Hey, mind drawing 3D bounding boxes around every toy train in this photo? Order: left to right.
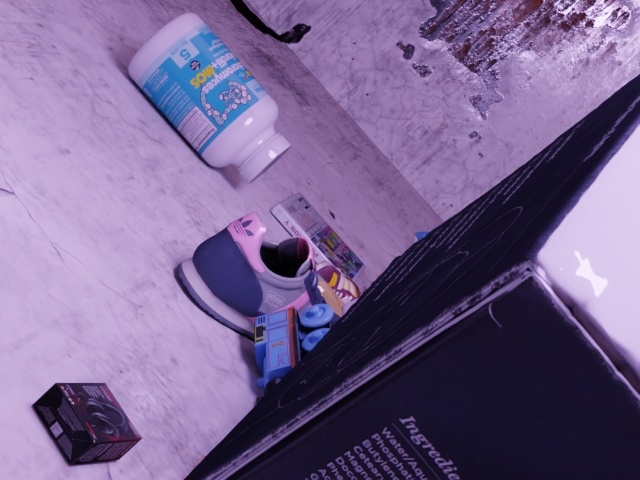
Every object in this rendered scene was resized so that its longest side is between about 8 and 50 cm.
[{"bbox_3d":[-0.023,0.144,1.434,0.184,0.105,0.080,-97,168,-60],"label":"toy train"}]

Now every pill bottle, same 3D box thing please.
[{"bbox_3d":[-0.166,-0.217,1.939,0.264,0.146,0.146,48,13,-1],"label":"pill bottle"}]

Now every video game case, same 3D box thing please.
[{"bbox_3d":[0.000,0.000,2.132,0.183,0.023,0.201,48,12,0],"label":"video game case"}]

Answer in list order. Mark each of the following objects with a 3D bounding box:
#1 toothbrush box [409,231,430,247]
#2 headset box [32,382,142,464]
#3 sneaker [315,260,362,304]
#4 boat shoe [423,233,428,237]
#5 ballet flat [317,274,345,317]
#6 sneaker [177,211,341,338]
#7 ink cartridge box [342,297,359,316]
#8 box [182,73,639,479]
[{"bbox_3d":[0.277,0.102,2.019,0.295,0.216,0.126,-1,38,-21],"label":"toothbrush box"},{"bbox_3d":[-0.190,0.151,1.029,0.062,0.032,0.083,53,15,20],"label":"headset box"},{"bbox_3d":[0.024,0.083,1.855,0.084,0.069,0.185,46,13,16],"label":"sneaker"},{"bbox_3d":[0.197,0.095,1.419,0.096,0.088,0.267,-93,159,-68],"label":"boat shoe"},{"bbox_3d":[0.036,0.143,1.762,0.232,0.080,0.073,42,42,-15],"label":"ballet flat"},{"bbox_3d":[-0.033,0.066,1.568,0.319,0.131,0.112,29,22,-51],"label":"sneaker"},{"bbox_3d":[0.141,0.224,1.487,0.226,0.131,0.306,-95,163,-69],"label":"ink cartridge box"},{"bbox_3d":[0.190,0.119,1.021,0.297,0.472,0.480,48,43,0],"label":"box"}]
